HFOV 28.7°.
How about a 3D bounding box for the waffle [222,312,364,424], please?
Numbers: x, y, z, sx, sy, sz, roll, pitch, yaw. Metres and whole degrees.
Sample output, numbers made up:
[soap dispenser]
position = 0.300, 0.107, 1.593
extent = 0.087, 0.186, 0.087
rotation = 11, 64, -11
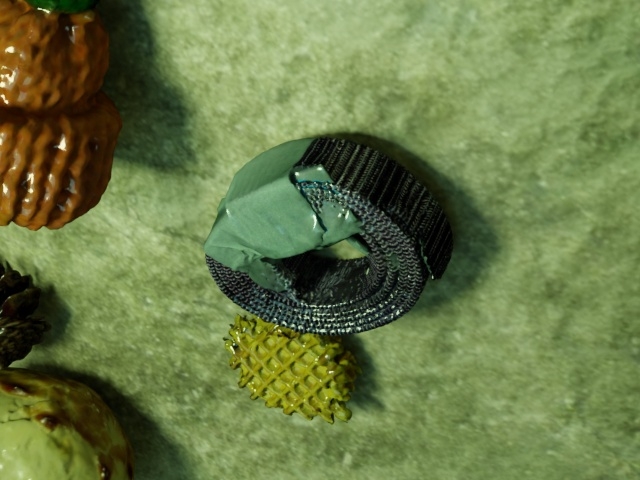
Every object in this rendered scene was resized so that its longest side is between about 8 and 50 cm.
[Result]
[waffle]
position = -0.039, 0.169, 1.779
extent = 0.193, 0.070, 0.197
rotation = -4, 123, 32

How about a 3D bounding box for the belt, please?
[belt]
position = 0.000, 0.000, 1.572
extent = 0.324, 0.122, 0.260
rotation = -18, 124, 42

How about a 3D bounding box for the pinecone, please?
[pinecone]
position = -0.526, 0.113, 1.924
extent = 0.207, 0.208, 0.208
rotation = 16, 134, 17

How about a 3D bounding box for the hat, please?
[hat]
position = -0.378, -0.220, 1.498
extent = 0.285, 0.285, 0.400
rotation = 19, 124, 13

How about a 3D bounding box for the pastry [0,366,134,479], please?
[pastry]
position = -0.479, 0.373, 2.027
extent = 0.388, 0.313, 0.389
rotation = 24, 141, 21
